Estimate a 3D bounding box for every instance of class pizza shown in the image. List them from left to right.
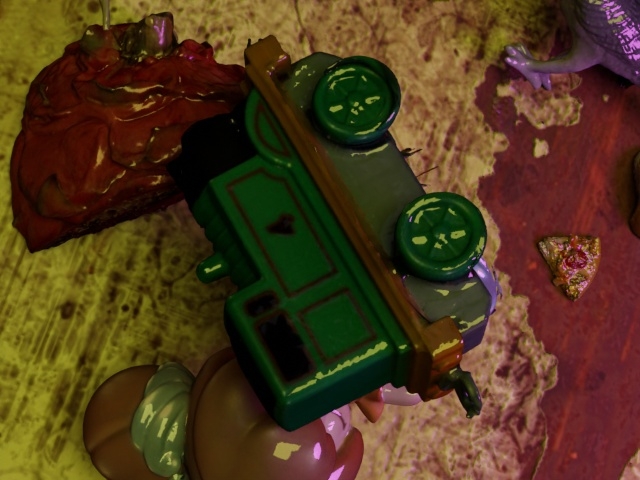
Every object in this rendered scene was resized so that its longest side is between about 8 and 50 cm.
[{"bbox_3d":[0.285,0.023,1.837,0.078,0.025,0.083,25,77,-15],"label":"pizza"}]

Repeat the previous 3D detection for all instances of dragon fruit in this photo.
[{"bbox_3d":[-0.189,-0.136,1.644,0.317,0.152,0.205,-23,86,-13],"label":"dragon fruit"}]

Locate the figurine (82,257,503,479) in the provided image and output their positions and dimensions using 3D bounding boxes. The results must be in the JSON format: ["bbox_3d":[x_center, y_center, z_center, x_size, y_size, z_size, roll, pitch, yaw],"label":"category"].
[{"bbox_3d":[-0.024,0.142,1.633,0.276,0.248,0.388,46,63,-11],"label":"figurine"}]

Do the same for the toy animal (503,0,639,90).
[{"bbox_3d":[0.314,-0.224,1.806,0.206,0.081,0.367,-16,116,17],"label":"toy animal"}]

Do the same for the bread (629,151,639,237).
[{"bbox_3d":[0.426,-0.053,1.881,0.129,0.044,0.126,-1,82,-13],"label":"bread"}]

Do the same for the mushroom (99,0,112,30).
[{"bbox_3d":[-0.225,-0.352,1.709,0.043,0.068,0.306,9,71,-8],"label":"mushroom"}]

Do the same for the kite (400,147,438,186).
[{"bbox_3d":[0.034,-0.068,1.700,0.244,0.198,0.006,-29,120,-54],"label":"kite"}]

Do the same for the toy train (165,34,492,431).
[{"bbox_3d":[0.000,0.000,1.494,0.249,0.178,0.429,-28,73,-8],"label":"toy train"}]

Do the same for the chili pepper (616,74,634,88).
[{"bbox_3d":[0.426,-0.258,1.899,0.224,0.061,0.098,-36,101,-19],"label":"chili pepper"}]
